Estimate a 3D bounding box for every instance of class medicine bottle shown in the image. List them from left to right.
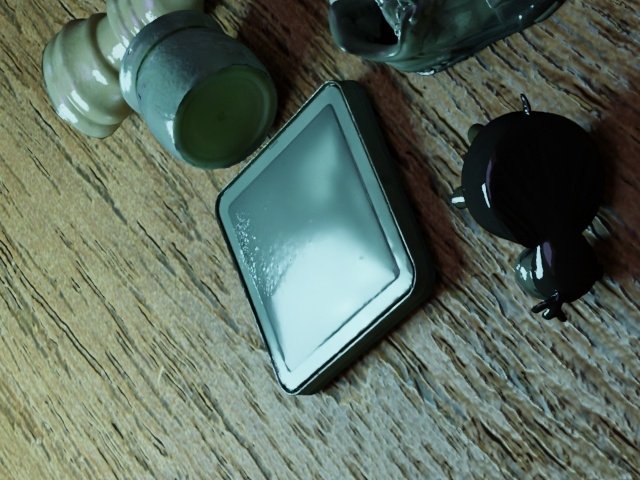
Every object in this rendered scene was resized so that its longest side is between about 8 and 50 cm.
[{"bbox_3d":[-0.139,-0.171,2.208,0.143,0.147,0.147,45,123,43],"label":"medicine bottle"}]

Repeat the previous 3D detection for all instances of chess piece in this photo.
[{"bbox_3d":[-0.209,-0.264,2.335,0.307,0.124,0.139,-39,31,40],"label":"chess piece"}]

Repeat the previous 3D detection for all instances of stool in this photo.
[{"bbox_3d":[0.200,-0.032,1.822,0.121,0.125,0.217,4,113,68],"label":"stool"}]

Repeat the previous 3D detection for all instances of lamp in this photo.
[{"bbox_3d":[0.000,0.000,2.115,0.269,0.047,0.266,-43,57,42],"label":"lamp"}]

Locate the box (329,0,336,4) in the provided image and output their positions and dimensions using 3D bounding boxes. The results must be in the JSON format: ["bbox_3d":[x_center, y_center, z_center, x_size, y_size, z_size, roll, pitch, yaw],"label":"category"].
[{"bbox_3d":[0.040,-0.292,2.071,0.084,0.040,0.154,-34,64,49],"label":"box"}]

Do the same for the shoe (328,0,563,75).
[{"bbox_3d":[0.123,-0.248,1.885,0.293,0.149,0.109,-35,62,47],"label":"shoe"}]
